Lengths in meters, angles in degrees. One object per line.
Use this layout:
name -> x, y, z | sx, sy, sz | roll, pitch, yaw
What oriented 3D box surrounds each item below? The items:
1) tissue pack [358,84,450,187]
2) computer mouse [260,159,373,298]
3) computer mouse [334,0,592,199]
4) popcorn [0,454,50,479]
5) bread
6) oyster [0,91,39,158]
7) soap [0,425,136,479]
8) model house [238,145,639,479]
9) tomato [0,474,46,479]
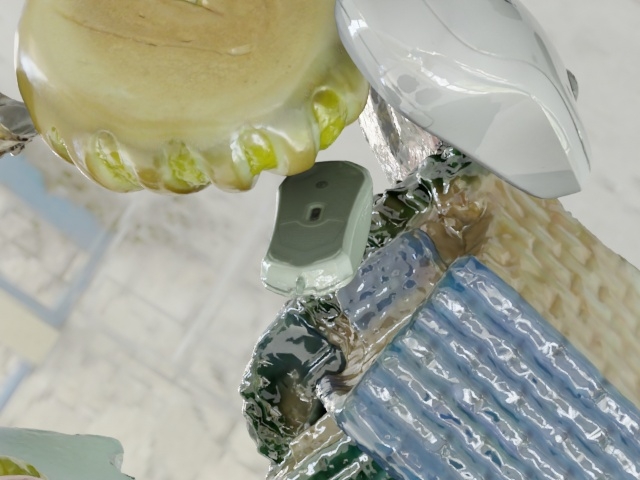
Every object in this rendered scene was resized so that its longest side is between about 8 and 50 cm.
tissue pack -> 0.121, -0.159, 1.967 | 0.332, 0.123, 0.245 | 85, 161, -65
computer mouse -> 0.000, 0.000, 1.522 | 0.089, 0.182, 0.056 | -7, 127, 16
computer mouse -> 0.138, -0.150, 1.461 | 0.296, 0.121, 0.184 | 26, -155, -40
popcorn -> -0.279, 0.294, 1.481 | 0.241, 0.235, 0.250 | -7, -170, -32
bread -> -0.118, -0.160, 1.588 | 0.333, 0.333, 0.160 | 27, 154, 24
oyster -> -0.426, -0.126, 1.715 | 0.396, 0.111, 0.204 | 9, -173, 26
soap -> -0.370, 0.417, 1.833 | 0.261, 0.446, 0.156 | 10, -162, -25
model house -> 0.100, 0.211, 1.676 | 0.395, 0.400, 0.445 | 43, 123, -11
tomato -> -0.190, 0.282, 1.218 | 0.260, 0.180, 0.260 | 46, 175, 5
